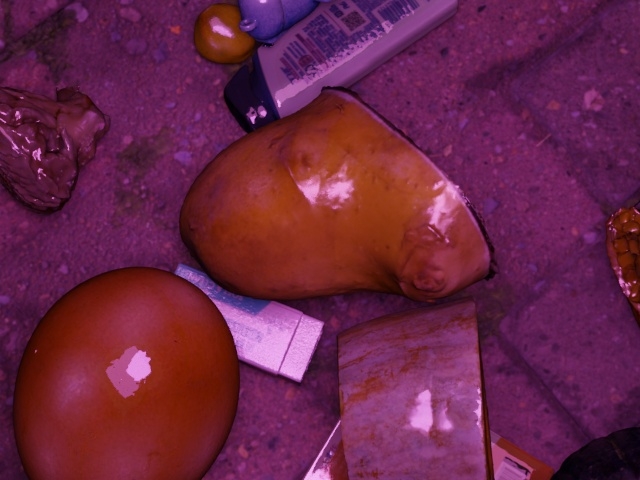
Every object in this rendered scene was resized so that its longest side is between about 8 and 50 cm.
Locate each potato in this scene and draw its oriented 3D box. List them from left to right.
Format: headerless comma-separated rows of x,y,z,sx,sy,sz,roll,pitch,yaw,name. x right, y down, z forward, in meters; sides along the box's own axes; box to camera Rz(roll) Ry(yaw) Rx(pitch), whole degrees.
0.000,0.000,1.712,0.296,0.290,0.397,-35,57,-11,potato

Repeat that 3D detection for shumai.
-0.388,-0.154,1.805,0.175,0.166,0.206,-40,107,-17,shumai

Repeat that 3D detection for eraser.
-0.115,0.118,1.808,0.225,0.052,0.095,22,77,3,eraser

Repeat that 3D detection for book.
0.148,0.329,1.792,0.295,0.020,0.208,32,80,4,book

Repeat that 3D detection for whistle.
-0.032,-0.373,1.859,0.180,0.093,0.269,16,50,32,whistle

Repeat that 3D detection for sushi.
0.498,0.082,1.774,0.167,0.179,0.296,-15,81,-10,sushi

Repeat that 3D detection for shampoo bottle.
0.020,-0.287,1.880,0.359,0.078,0.134,-35,72,-8,shampoo bottle

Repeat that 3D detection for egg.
-0.250,0.203,1.665,0.283,0.282,0.351,16,102,1,egg

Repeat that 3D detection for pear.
-0.139,-0.303,1.871,0.092,0.097,0.092,-12,52,16,pear

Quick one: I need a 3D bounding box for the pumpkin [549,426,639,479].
0.434,0.401,1.675,0.323,0.241,0.323,-2,78,8,pumpkin

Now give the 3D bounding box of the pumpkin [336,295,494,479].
0.122,0.236,1.654,0.199,0.332,0.332,-6,79,11,pumpkin
